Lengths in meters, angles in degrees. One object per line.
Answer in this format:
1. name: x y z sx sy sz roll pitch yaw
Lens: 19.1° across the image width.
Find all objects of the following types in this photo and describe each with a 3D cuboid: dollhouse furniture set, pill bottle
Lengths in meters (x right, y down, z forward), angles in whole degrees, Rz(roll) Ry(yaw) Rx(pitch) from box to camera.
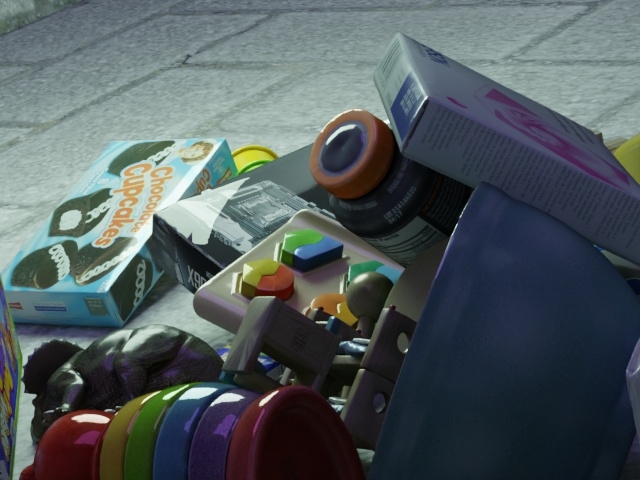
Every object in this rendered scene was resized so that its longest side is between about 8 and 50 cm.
1. dollhouse furniture set: -0.014 0.102 1.769 0.129 0.184 0.129 -3 59 54
2. pill bottle: 0.097 -0.042 1.932 0.130 0.246 0.130 -23 51 32

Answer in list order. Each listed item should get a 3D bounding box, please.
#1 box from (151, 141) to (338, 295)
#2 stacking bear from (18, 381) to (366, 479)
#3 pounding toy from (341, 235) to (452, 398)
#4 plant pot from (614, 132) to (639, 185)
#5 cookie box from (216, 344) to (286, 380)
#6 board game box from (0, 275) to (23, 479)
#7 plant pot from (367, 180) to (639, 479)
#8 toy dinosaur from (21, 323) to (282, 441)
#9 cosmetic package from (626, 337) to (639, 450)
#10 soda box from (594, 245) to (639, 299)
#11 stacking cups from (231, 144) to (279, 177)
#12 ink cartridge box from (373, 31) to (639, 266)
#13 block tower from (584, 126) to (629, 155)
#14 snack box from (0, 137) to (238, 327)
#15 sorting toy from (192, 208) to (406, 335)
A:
1. box: 0.000 0.000 2.173 0.307 0.076 0.242 -25 46 -33
2. stacking bear: -0.133 0.208 1.692 0.289 0.164 0.175 -4 20 34
3. pounding toy: 0.140 0.101 1.873 0.237 0.183 0.110 -14 -28 35
4. plant pot: 0.435 -0.052 2.028 0.212 0.212 0.187 -21 9 -24
5. cookie box: -0.097 0.153 1.977 0.092 0.040 0.107 7 26 41
6. board game box: -0.387 0.094 2.018 0.078 0.233 0.347 -13 20 -3
7. plant pot: 0.180 0.119 1.620 0.196 0.293 0.293 20 26 8
8. toy dinosaur: -0.192 0.137 1.900 0.314 0.121 0.160 -20 39 20
9. cosmetic package: 0.445 0.149 1.429 0.385 0.217 0.156 -6 20 21
10. soda box: 0.320 0.050 1.947 0.083 0.092 0.263 -23 23 -36
11. stacking cups: -0.054 -0.029 2.406 0.096 0.096 0.316 -15 24 -9
12. ink cartridge box: 0.218 -0.079 1.842 0.330 0.071 0.324 24 13 -10
13. block tower: 0.322 -0.075 2.296 0.091 0.097 0.335 -19 19 -20
14. snack box: -0.257 -0.015 2.392 0.187 0.060 0.322 0 38 31
15. sorting toy: -0.002 0.048 2.013 0.193 0.038 0.208 25 42 23
